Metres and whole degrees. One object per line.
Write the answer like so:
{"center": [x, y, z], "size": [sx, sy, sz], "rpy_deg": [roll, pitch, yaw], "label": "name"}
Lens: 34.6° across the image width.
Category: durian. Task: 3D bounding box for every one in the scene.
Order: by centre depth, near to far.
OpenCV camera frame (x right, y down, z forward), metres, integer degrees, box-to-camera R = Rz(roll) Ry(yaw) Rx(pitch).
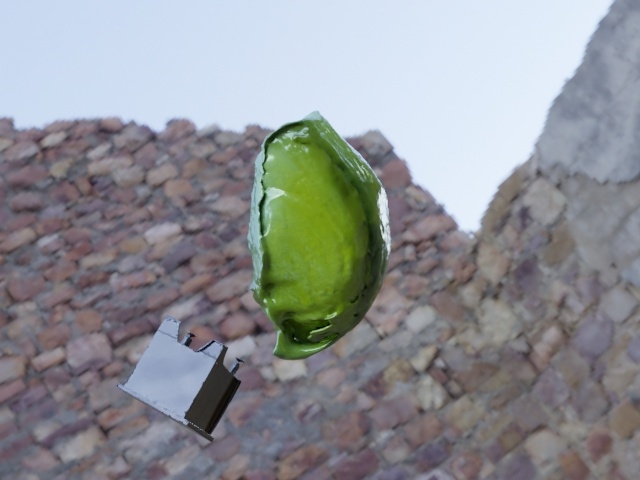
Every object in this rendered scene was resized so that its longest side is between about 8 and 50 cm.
{"center": [0.000, 0.000, 0.999], "size": [0.101, 0.139, 0.250], "rpy_deg": [-52, -42, -62], "label": "durian"}

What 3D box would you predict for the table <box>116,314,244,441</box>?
{"center": [-0.127, 0.130, 0.974], "size": [0.082, 0.083, 0.070], "rpy_deg": [-60, -23, -13], "label": "table"}
